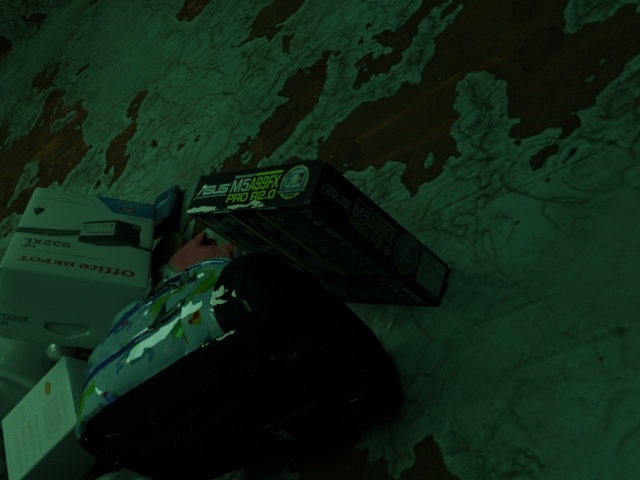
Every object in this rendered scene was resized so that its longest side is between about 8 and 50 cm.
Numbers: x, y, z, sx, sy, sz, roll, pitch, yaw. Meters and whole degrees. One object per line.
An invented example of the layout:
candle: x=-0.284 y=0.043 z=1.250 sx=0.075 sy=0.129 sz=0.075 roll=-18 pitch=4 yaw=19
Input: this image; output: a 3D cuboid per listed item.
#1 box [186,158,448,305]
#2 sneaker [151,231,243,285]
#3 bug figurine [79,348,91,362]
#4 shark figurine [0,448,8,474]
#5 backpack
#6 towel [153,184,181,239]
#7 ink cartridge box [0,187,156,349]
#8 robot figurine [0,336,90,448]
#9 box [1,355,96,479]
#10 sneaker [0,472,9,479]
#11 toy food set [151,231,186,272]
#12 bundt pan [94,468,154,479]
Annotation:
box: x=0.000 y=0.000 z=0.946 sx=0.216 sy=0.270 sz=0.060 roll=-2 pitch=61 yaw=44
sneaker: x=-0.161 y=0.067 z=1.176 sx=0.136 sy=0.116 sz=0.314 roll=-54 pitch=39 yaw=-5
bug figurine: x=-0.299 y=0.250 z=1.205 sx=0.279 sy=0.072 sz=0.216 roll=6 pitch=72 yaw=41
shark figurine: x=-0.676 y=0.378 z=1.413 sx=0.278 sy=0.116 sz=0.166 roll=7 pitch=91 yaw=41
backpack: x=-0.135 y=0.170 z=0.935 sx=0.355 sy=0.290 sz=0.273 roll=-41 pitch=42 yaw=15
towel: x=-0.311 y=-0.056 z=1.472 sx=0.067 sy=0.029 sz=0.119 roll=-29 pitch=36 yaw=28
ink cartridge box: x=-0.402 y=0.040 z=1.269 sx=0.307 sy=0.223 sz=0.129 roll=-108 pitch=31 yaw=-61
robot figurine: x=-0.520 y=0.189 z=1.349 sx=0.300 sy=0.200 sz=0.353 roll=-18 pitch=41 yaw=30
box: x=-0.397 y=0.287 z=1.153 sx=0.170 sy=0.091 sz=0.130 roll=-43 pitch=47 yaw=16
sneaker: x=-0.488 y=0.443 z=1.260 sx=0.235 sy=0.084 sz=0.097 roll=-13 pitch=77 yaw=39
toy food set: x=-0.287 y=0.022 z=1.408 sx=0.083 sy=0.020 sz=0.083 roll=-12 pitch=53 yaw=38
bundt pan: x=-0.271 y=0.448 z=0.987 sx=0.331 sy=0.124 sz=0.330 roll=-26 pitch=45 yaw=29
